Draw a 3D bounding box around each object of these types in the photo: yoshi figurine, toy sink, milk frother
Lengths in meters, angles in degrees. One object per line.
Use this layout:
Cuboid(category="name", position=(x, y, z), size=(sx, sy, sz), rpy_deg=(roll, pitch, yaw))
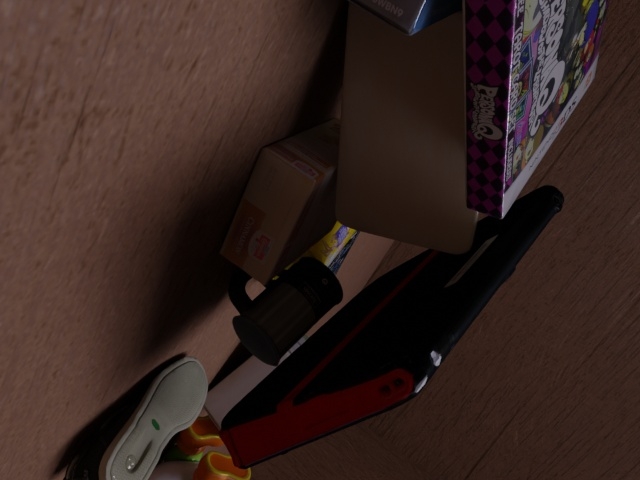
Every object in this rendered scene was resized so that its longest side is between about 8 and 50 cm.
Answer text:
Cuboid(category="yoshi figurine", position=(-0.264, 0.526, 1.134), size=(0.362, 0.203, 0.203), rpy_deg=(-54, 177, 14))
Cuboid(category="toy sink", position=(0.114, -0.128, 0.602), size=(0.131, 0.152, 0.234), rpy_deg=(-47, 145, -52))
Cuboid(category="milk frother", position=(-0.065, 0.094, 0.807), size=(0.134, 0.129, 0.143), rpy_deg=(-40, 166, -32))

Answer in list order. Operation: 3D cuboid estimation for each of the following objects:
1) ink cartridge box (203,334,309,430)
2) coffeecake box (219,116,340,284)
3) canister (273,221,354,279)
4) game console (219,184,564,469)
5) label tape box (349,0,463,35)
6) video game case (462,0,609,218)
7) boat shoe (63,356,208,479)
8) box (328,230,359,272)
Cuboid(category="ink cartridge box", position=(-0.103, 0.291, 1.195), size=(0.198, 0.115, 0.273), rpy_deg=(-40, 170, 2))
Cuboid(category="coffeecake box", position=(-0.021, -0.052, 0.678), size=(0.185, 0.068, 0.142), rpy_deg=(-40, 161, -58))
Cuboid(category="canister", position=(0.000, 0.000, 0.953), size=(0.170, 0.073, 0.126), rpy_deg=(-50, 170, -34))
Cuboid(category="game console", position=(0.082, 0.095, 0.655), size=(0.342, 0.060, 0.386), rpy_deg=(-35, -178, 46))
Cuboid(category="label tape box", position=(0.137, -0.331, 0.381), size=(0.240, 0.105, 0.334), rpy_deg=(-43, 165, -48))
Cuboid(category="video game case", position=(0.177, -0.165, 0.456), size=(0.210, 0.041, 0.232), rpy_deg=(-51, 147, -25))
Cuboid(category="boat shoe", position=(-0.216, 0.219, 0.713), size=(0.079, 0.084, 0.233), rpy_deg=(-17, -165, 24))
Cuboid(category="box", position=(-0.006, 0.066, 1.209), size=(0.175, 0.051, 0.220), rpy_deg=(-44, 166, -47))
